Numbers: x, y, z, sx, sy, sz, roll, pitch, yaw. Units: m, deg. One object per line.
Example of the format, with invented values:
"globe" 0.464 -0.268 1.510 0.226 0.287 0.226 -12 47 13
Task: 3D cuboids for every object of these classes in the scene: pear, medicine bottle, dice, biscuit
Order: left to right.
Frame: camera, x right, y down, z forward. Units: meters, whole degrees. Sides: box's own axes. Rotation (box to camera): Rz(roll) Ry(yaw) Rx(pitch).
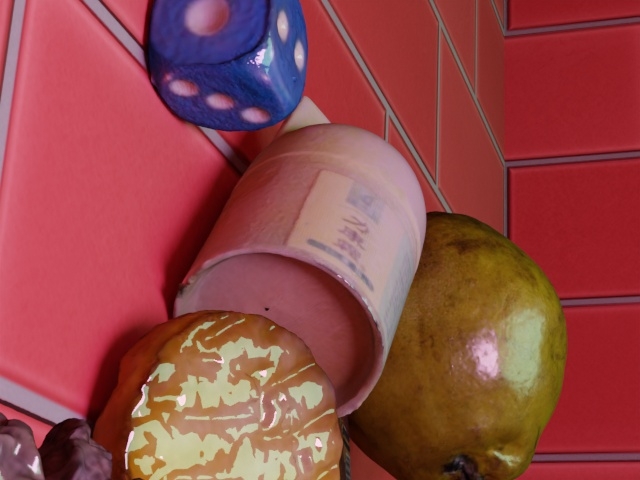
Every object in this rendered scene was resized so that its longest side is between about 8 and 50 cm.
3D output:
"biscuit" -0.101 0.214 1.289 0.296 0.102 0.296 10 76 -45
"dice" -0.096 -0.209 1.429 0.146 0.147 0.143 57 35 -58
"medicine bottle" 0.000 0.000 1.541 0.406 0.236 0.235 -66 148 -54
"pear" 0.173 0.154 1.886 0.352 0.352 0.413 40 37 -67

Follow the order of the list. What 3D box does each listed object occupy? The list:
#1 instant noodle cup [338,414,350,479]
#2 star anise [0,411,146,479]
"instant noodle cup" -0.022 0.249 1.634 0.274 0.091 0.274 -5 90 -82
"star anise" -0.187 0.223 0.886 0.332 0.117 0.331 36 28 -22
